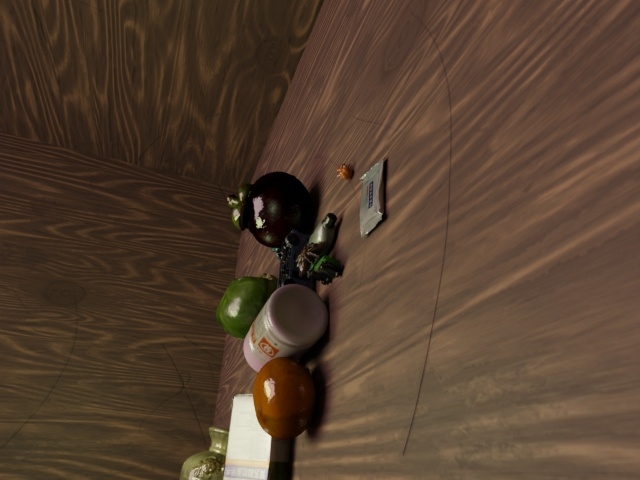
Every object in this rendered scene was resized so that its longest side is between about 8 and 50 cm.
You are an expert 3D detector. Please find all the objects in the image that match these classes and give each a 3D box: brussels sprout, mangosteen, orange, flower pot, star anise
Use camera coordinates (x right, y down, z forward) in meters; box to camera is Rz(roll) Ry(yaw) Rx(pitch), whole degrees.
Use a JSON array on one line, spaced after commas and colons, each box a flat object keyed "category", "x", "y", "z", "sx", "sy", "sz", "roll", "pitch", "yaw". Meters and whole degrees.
[{"category": "brussels sprout", "x": -0.309, "y": 0.288, "z": 1.954, "sx": 0.371, "sy": 0.275, "sz": 0.315, "roll": 179, "pitch": 106, "yaw": -73}, {"category": "mangosteen", "x": -0.189, "y": -0.127, "z": 1.799, "sx": 0.330, "sy": 0.329, "sz": 0.330, "roll": -168, "pitch": 90, "yaw": -73}, {"category": "orange", "x": -0.104, "y": 0.467, "z": 1.327, "sx": 0.240, "sy": 0.171, "sz": 0.240, "roll": 179, "pitch": 90, "yaw": -65}, {"category": "flower pot", "x": -0.412, "y": 0.931, "z": 1.851, "sx": 0.307, "sy": 0.307, "sz": 0.244, "roll": -52, "pitch": 17, "yaw": 55}, {"category": "star anise", "x": -0.042, "y": 0.062, "z": 1.433, "sx": 0.124, "sy": 0.056, "sz": 0.129, "roll": -14, "pitch": 44, "yaw": 49}]

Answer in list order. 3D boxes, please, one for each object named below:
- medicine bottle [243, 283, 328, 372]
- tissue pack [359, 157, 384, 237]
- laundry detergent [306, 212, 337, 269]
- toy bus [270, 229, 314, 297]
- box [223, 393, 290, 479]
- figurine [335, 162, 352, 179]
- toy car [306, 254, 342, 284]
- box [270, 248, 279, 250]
[{"category": "medicine bottle", "x": -0.122, "y": 0.300, "z": 1.454, "sx": 0.316, "sy": 0.202, "sz": 0.202, "roll": 125, "pitch": 152, "yaw": -48}, {"category": "tissue pack", "x": 0.140, "y": -0.116, "z": 1.204, "sx": 0.122, "sy": 0.026, "sz": 0.193, "roll": 133, "pitch": 145, "yaw": -59}, {"category": "laundry detergent", "x": 0.000, "y": 0.000, "z": 1.503, "sx": 0.099, "sy": 0.070, "sz": 0.226, "roll": -96, "pitch": 24, "yaw": -49}, {"category": "toy bus", "x": -0.092, "y": 0.115, "z": 1.619, "sx": 0.125, "sy": 0.133, "sz": 0.292, "roll": -50, "pitch": 29, "yaw": 47}, {"category": "box", "x": -0.206, "y": 0.676, "z": 1.493, "sx": 0.200, "sy": 0.106, "sz": 0.300, "roll": -15, "pitch": 60, "yaw": 33}, {"category": "figurine", "x": 0.076, "y": -0.231, "z": 1.468, "sx": 0.064, "sy": 0.047, "sz": 0.109, "roll": -48, "pitch": 19, "yaw": 14}, {"category": "toy car", "x": 0.015, "y": 0.089, "z": 1.400, "sx": 0.165, "sy": 0.071, "sz": 0.063, "roll": -41, "pitch": 26, "yaw": 64}, {"category": "box", "x": -0.201, "y": -0.057, "z": 2.241, "sx": 0.162, "sy": 0.041, "sz": 0.229, "roll": 174, "pitch": 108, "yaw": -73}]
